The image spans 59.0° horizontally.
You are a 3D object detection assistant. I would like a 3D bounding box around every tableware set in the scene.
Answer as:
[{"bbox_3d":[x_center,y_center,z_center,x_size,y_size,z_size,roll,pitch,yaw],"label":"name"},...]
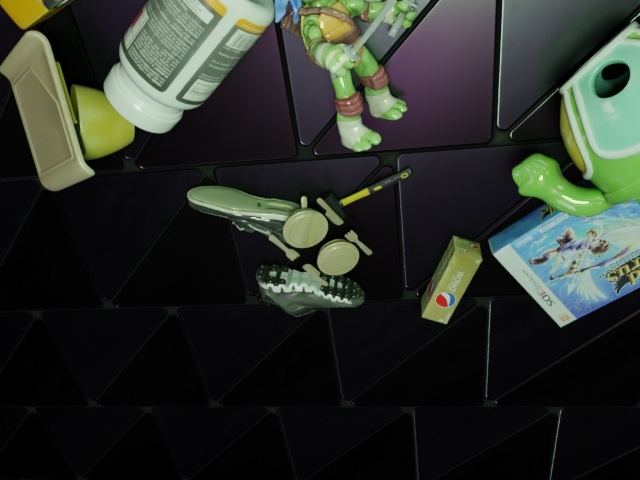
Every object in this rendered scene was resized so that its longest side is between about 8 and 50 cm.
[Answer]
[{"bbox_3d":[0.000,0.000,1.108,0.128,0.039,0.194,-36,129,13],"label":"tableware set"}]

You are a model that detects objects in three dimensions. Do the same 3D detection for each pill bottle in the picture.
[{"bbox_3d":[-0.213,-0.309,0.890,0.162,0.162,0.278,40,120,-19],"label":"pill bottle"}]

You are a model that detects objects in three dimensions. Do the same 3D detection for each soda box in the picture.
[{"bbox_3d":[0.265,0.082,1.155,0.058,0.061,0.181,16,125,-3],"label":"soda box"}]

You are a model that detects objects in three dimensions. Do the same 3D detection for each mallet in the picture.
[{"bbox_3d":[0.090,-0.085,1.084,0.190,0.039,0.062,-17,121,14],"label":"mallet"}]

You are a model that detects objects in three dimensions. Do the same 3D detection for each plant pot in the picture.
[{"bbox_3d":[-0.389,-0.209,1.015,0.095,0.134,0.134,-5,131,-29],"label":"plant pot"}]

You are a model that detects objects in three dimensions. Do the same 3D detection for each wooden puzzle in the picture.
[{"bbox_3d":[-0.468,-0.212,0.976,0.221,0.044,0.238,-5,106,49],"label":"wooden puzzle"}]

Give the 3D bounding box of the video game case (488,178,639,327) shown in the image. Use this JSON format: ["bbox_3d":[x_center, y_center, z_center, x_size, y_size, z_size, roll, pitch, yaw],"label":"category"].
[{"bbox_3d":[0.508,0.019,1.080,0.269,0.061,0.244,-37,114,27],"label":"video game case"}]

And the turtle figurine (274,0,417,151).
[{"bbox_3d":[0.080,-0.277,0.841,0.275,0.197,0.266,-10,133,15],"label":"turtle figurine"}]

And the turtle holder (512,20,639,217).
[{"bbox_3d":[0.474,-0.181,0.867,0.227,0.243,0.320,46,150,3],"label":"turtle holder"}]

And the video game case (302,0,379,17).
[{"bbox_3d":[0.018,-0.420,0.871,0.143,0.019,0.157,-23,119,22],"label":"video game case"}]

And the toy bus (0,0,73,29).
[{"bbox_3d":[-0.350,-0.442,0.837,0.333,0.130,0.108,-22,118,21],"label":"toy bus"}]

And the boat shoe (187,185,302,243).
[{"bbox_3d":[-0.149,-0.048,1.109,0.233,0.084,0.079,13,124,-5],"label":"boat shoe"}]

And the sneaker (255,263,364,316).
[{"bbox_3d":[-0.024,0.117,1.214,0.234,0.078,0.106,9,131,3],"label":"sneaker"}]
